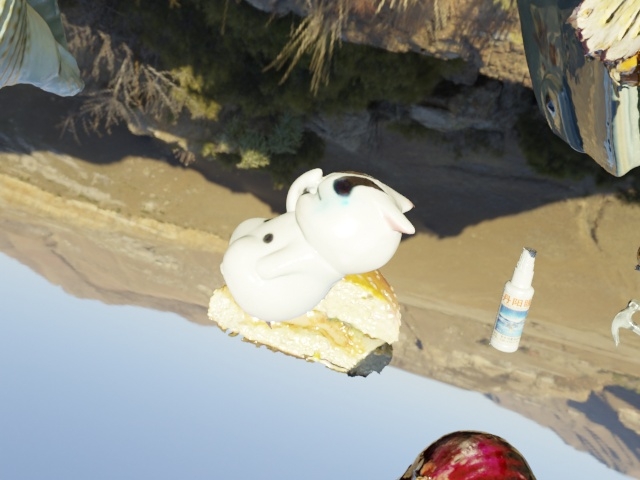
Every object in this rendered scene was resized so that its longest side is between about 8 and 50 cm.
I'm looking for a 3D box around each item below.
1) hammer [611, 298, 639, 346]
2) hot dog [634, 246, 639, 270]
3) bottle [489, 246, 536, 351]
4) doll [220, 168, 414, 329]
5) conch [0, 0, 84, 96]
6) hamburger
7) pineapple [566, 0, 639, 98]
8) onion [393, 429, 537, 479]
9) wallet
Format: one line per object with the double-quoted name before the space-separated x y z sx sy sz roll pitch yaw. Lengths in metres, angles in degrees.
"hammer" 0.720 0.235 1.115 0.246 0.103 0.029 41 -148 24
"hot dog" 0.476 0.000 0.625 0.092 0.062 0.235 -8 167 -31
"bottle" 0.391 0.118 1.089 0.060 0.217 0.060 6 -161 -2
"doll" -0.007 0.001 0.504 0.107 0.180 0.110 50 -162 -18
"conch" -0.404 -0.283 0.572 0.214 0.303 0.319 -6 158 -7
"hamburger" -0.019 0.110 1.311 0.444 0.269 0.287 17 -153 -2
"pineapple" 0.273 -0.152 0.350 0.136 0.176 0.161 24 164 -21
"onion" 0.162 0.364 0.653 0.280 0.281 0.221 22 169 -29
"wallet" 0.342 -0.246 0.723 0.083 0.252 0.360 -12 -154 8
